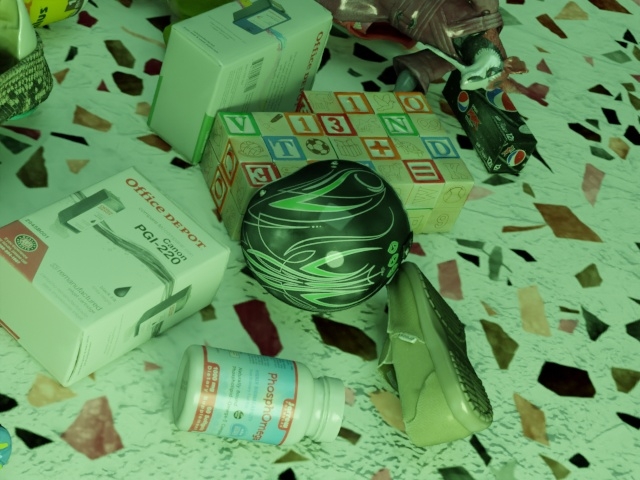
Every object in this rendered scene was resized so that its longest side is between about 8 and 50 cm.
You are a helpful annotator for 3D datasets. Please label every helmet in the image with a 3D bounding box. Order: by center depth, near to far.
[{"bbox_3d":[0.000,0.000,1.625,0.161,0.169,0.169,-28,60,-35],"label":"helmet"}]

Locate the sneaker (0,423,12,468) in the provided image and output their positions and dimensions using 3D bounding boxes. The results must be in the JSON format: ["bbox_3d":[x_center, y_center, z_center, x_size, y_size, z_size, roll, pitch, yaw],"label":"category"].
[{"bbox_3d":[-0.374,0.187,1.330,0.188,0.067,0.078,-5,26,-26],"label":"sneaker"}]

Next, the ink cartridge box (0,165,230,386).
[{"bbox_3d":[-0.226,0.032,1.537,0.158,0.092,0.218,40,41,19],"label":"ink cartridge box"}]

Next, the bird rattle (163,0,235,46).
[{"bbox_3d":[-0.152,-0.311,1.962,0.207,0.143,0.253,8,28,-34],"label":"bird rattle"}]

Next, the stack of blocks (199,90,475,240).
[{"bbox_3d":[0.013,-0.094,1.786,0.297,0.087,0.171,-3,46,-27],"label":"stack of blocks"}]

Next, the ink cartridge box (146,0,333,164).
[{"bbox_3d":[-0.096,-0.207,1.809,0.093,0.154,0.212,39,44,21],"label":"ink cartridge box"}]

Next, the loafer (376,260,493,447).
[{"bbox_3d":[0.105,0.119,1.587,0.102,0.092,0.268,50,13,-29],"label":"loafer"}]

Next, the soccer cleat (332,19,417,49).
[{"bbox_3d":[0.028,-0.331,2.065,0.248,0.083,0.095,12,46,-17],"label":"soccer cleat"}]

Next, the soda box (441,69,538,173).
[{"bbox_3d":[0.224,-0.166,1.984,0.053,0.060,0.169,-1,45,-27],"label":"soda box"}]

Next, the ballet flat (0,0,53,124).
[{"bbox_3d":[-0.386,-0.182,1.544,0.164,0.182,0.483,17,25,4],"label":"ballet flat"}]

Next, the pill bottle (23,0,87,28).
[{"bbox_3d":[-0.394,-0.307,1.812,0.117,0.117,0.215,42,44,22],"label":"pill bottle"}]

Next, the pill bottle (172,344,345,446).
[{"bbox_3d":[-0.061,0.157,1.476,0.160,0.087,0.087,10,41,-13],"label":"pill bottle"}]

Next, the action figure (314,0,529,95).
[{"bbox_3d":[0.126,-0.314,1.973,0.370,0.248,0.276,39,32,4],"label":"action figure"}]
